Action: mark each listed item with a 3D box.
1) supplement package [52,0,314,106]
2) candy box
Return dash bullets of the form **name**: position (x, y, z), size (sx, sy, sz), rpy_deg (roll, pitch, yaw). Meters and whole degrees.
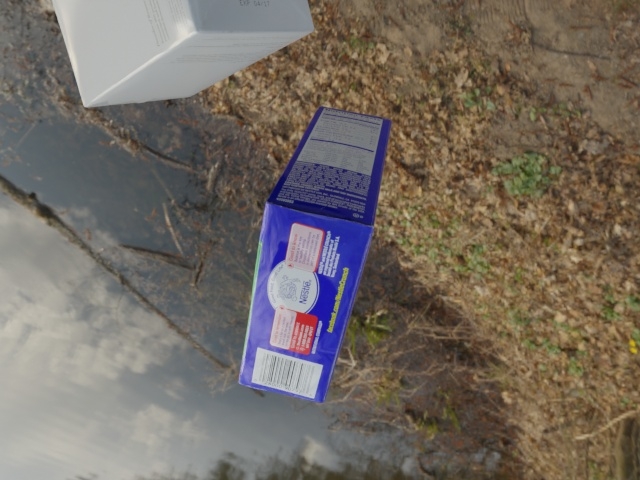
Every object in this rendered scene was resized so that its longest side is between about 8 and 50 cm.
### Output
- **supplement package**: position (-0.184, -0.295, 0.679), size (0.292, 0.177, 0.176), rpy_deg (-7, 101, 45)
- **candy box**: position (0.000, 0.000, 0.726), size (0.122, 0.317, 0.268), rpy_deg (15, 122, 3)
